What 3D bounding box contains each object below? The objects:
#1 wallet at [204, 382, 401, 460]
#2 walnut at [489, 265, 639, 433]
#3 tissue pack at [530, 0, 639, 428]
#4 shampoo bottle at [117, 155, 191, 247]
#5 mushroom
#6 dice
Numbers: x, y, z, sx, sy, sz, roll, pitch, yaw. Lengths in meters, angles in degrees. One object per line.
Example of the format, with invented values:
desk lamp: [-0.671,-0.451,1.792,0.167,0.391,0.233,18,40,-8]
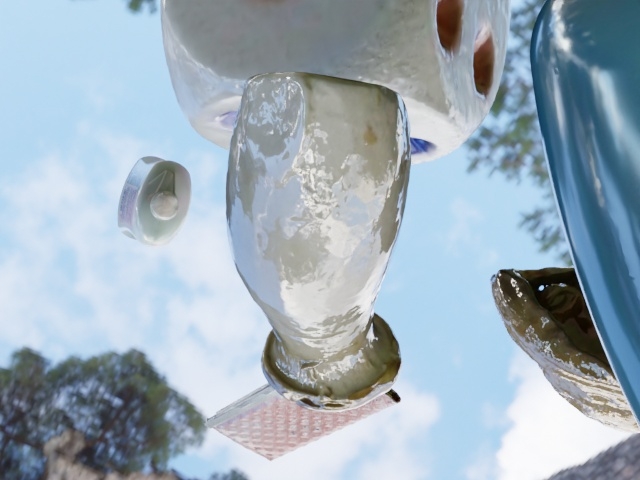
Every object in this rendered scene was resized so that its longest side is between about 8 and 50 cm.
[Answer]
wallet: [-0.020,0.177,1.270,0.103,0.196,0.020,38,-141,-27]
walnut: [0.258,0.077,1.011,0.204,0.141,0.238,37,-133,25]
tissue pack: [0.206,-0.006,0.498,0.206,0.198,0.287,-2,-106,-65]
shampoo bottle: [-0.133,-0.032,0.976,0.043,0.072,0.099,17,180,-19]
mushroom: [0.000,0.000,0.848,0.128,0.350,0.128,-3,-131,3]
dice: [0.023,-0.211,1.051,0.251,0.243,0.259,30,-117,-64]
